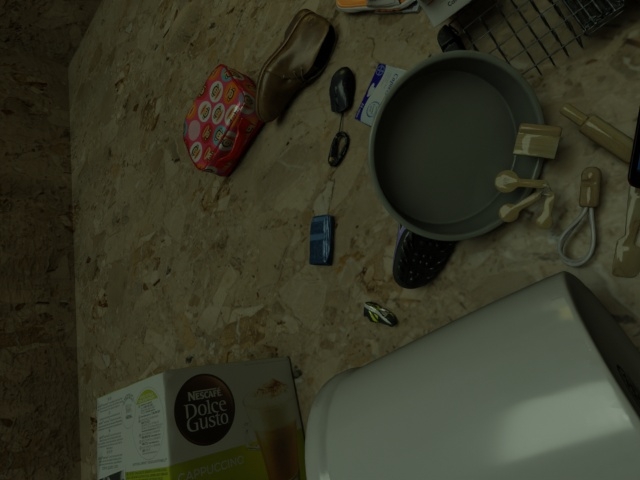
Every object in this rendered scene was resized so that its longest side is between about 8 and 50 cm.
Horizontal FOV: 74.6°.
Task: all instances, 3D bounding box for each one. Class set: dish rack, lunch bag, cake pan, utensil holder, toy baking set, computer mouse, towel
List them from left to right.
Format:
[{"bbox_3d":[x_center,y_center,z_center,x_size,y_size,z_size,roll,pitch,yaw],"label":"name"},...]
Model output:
[{"bbox_3d":[-0.291,-0.347,1.264,0.293,0.120,0.258,-49,55,26],"label":"lunch bag"},{"bbox_3d":[0.000,0.000,0.998,0.067,0.029,0.120,-5,80,43],"label":"towel"},{"bbox_3d":[0.039,-0.298,1.003,0.071,0.041,0.242,1,85,42],"label":"computer mouse"},{"bbox_3d":[0.215,-0.147,0.682,0.054,0.293,0.293,-117,47,-75],"label":"cake pan"},{"bbox_3d":[0.222,0.261,0.548,0.385,0.327,0.328,-39,59,31],"label":"utensil holder"},{"bbox_3d":[0.343,-0.361,0.711,0.271,0.074,0.208,-32,64,33],"label":"dish rack"},{"bbox_3d":[0.387,-0.074,0.627,0.256,0.030,0.197,40,109,19],"label":"toy baking set"}]

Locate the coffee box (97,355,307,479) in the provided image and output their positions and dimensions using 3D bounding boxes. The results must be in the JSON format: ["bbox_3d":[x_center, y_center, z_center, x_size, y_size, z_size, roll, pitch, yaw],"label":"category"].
[{"bbox_3d":[-0.272,0.475,0.962,0.338,0.337,0.335,-29,64,37],"label":"coffee box"}]

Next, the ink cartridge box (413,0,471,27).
[{"bbox_3d":[0.240,-0.452,0.744,0.115,0.067,0.198,-27,21,38],"label":"ink cartridge box"}]

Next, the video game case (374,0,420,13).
[{"bbox_3d":[0.182,-0.549,0.931,0.122,0.011,0.087,27,101,42],"label":"video game case"}]

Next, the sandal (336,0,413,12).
[{"bbox_3d":[0.116,-0.568,0.933,0.265,0.076,0.102,15,93,43],"label":"sandal"}]

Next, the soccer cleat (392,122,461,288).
[{"bbox_3d":[0.197,-0.067,0.792,0.116,0.108,0.318,-137,57,-68],"label":"soccer cleat"}]

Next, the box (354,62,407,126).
[{"bbox_3d":[0.160,-0.281,0.865,0.137,0.072,0.126,37,109,40],"label":"box"}]

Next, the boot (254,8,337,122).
[{"bbox_3d":[-0.070,-0.435,1.090,0.115,0.112,0.305,41,109,28],"label":"boot"}]

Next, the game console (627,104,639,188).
[{"bbox_3d":[0.480,-0.130,0.532,0.124,0.085,0.144,10,91,44],"label":"game console"}]

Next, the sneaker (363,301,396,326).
[{"bbox_3d":[0.121,0.157,0.863,0.083,0.031,0.035,33,119,45],"label":"sneaker"}]
